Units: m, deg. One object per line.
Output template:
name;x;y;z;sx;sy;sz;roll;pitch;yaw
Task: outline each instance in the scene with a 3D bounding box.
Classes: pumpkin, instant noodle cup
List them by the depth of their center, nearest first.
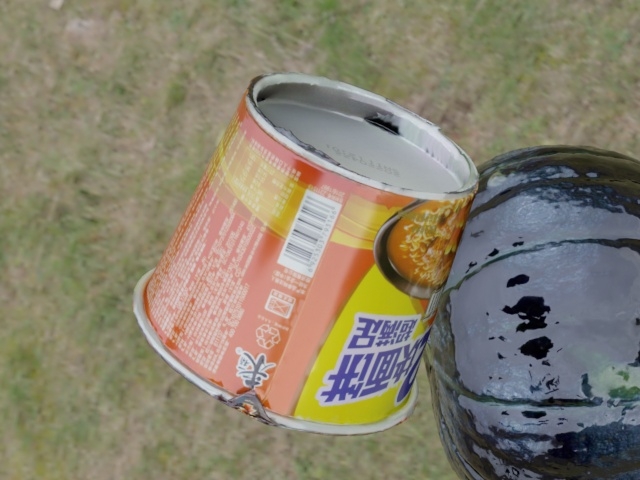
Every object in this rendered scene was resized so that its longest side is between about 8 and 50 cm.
instant noodle cup;0.000;0.000;0.958;0.213;0.213;0.174;44;122;40
pumpkin;0.228;0.091;1.345;0.266;0.363;0.363;-6;67;-5
